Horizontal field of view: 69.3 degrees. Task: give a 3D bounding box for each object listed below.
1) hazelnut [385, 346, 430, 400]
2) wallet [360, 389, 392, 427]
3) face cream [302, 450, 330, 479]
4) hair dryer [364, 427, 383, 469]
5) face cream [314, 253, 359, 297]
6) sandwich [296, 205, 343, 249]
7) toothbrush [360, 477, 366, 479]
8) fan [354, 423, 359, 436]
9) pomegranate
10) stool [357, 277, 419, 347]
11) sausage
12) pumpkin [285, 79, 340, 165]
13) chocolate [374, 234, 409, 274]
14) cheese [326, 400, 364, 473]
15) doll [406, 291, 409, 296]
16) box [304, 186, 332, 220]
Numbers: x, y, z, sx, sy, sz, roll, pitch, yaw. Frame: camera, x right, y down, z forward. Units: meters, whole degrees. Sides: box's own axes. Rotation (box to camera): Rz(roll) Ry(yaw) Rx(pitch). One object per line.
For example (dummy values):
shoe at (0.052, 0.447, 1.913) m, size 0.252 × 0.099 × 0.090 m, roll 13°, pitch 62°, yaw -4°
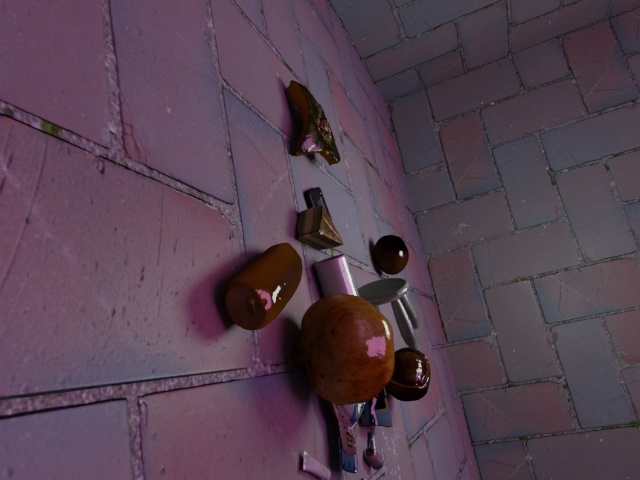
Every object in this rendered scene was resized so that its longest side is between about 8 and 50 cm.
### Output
hazelnut at (0.305, 0.473, 1.623) m, size 0.202 × 0.170 × 0.161 m, roll -48°, pitch 119°, yaw -80°
wallet at (0.159, 0.446, 1.406) m, size 0.170 × 0.069 × 0.231 m, roll 35°, pitch 41°, yaw -54°
face cream at (-0.011, 0.481, 0.978) m, size 0.115 × 0.020 × 0.038 m, roll 52°, pitch 29°, yaw -40°
hair dryer at (0.147, 0.584, 1.319) m, size 0.114 × 0.037 × 0.063 m, roll -90°, pitch 155°, yaw -57°
face cream at (0.078, 0.216, 1.318) m, size 0.102 × 0.102 × 0.346 m, roll -29°, pitch 101°, yaw -70°
sandwich at (0.000, 0.000, 1.313) m, size 0.113 × 0.079 × 0.163 m, roll -82°, pitch 151°, yaw -46°
toothbrush at (0.143, 0.708, 1.225) m, size 0.022 × 0.017 × 0.204 m, roll -109°, pitch 178°, yaw -76°
fan at (0.090, 0.500, 1.263) m, size 0.060 × 0.003 × 0.080 m, roll -46°, pitch 118°, yaw -69°
pomegranate at (0.053, 0.243, 1.049) m, size 0.248 × 0.248 × 0.248 m, roll -16°, pitch 90°, yaw -71°
stool at (0.223, 0.250, 1.563) m, size 0.195 × 0.195 × 0.199 m, roll -40°, pitch 117°, yaw -70°
sausage at (-0.097, 0.075, 0.953) m, size 0.328 × 0.112 × 0.112 m, roll -51°, pitch 123°, yaw -70°
pumpkin at (-0.017, -0.358, 1.528) m, size 0.258 × 0.095 × 0.290 m, roll 33°, pitch 41°, yaw -57°
chocolate at (0.303, 0.070, 2.006) m, size 0.176 × 0.176 × 0.177 m, roll -16°, pitch 90°, yaw -71°
cheese at (0.064, 0.420, 1.153) m, size 0.189 × 0.074 × 0.286 m, roll 47°, pitch 33°, yaw -49°
doll at (0.375, 0.238, 2.161) m, size 0.214 × 0.071 × 0.104 m, roll -13°, pitch 86°, yaw -67°
box at (-0.006, -0.103, 1.455) m, size 0.125 × 0.027 × 0.126 m, roll -39°, pitch 111°, yaw -69°
